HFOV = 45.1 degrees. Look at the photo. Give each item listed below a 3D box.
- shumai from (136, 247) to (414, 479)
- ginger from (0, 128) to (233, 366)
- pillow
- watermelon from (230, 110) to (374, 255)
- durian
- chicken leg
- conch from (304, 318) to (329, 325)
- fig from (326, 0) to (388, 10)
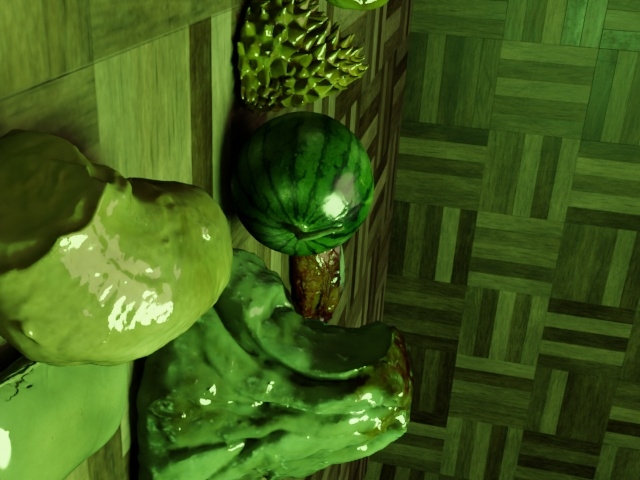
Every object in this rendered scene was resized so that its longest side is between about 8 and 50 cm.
[{"bbox_3d":[-0.031,0.185,0.862,0.309,0.264,0.303,66,38,-55],"label":"shumai"},{"bbox_3d":[-0.148,0.010,0.542,0.267,0.138,0.152,18,75,-74],"label":"ginger"},{"bbox_3d":[-0.201,0.131,0.570,0.208,0.053,0.119,-42,136,-69],"label":"pillow"},{"bbox_3d":[-0.024,-0.064,0.988,0.188,0.188,0.214,87,6,-46],"label":"watermelon"},{"bbox_3d":[-0.033,-0.263,1.034,0.260,0.154,0.186,-80,147,-56],"label":"durian"},{"bbox_3d":[0.000,0.000,1.435,0.158,0.096,0.406,-71,163,-61],"label":"chicken leg"},{"bbox_3d":[-0.037,0.217,1.273,0.202,0.134,0.196,-69,162,-52],"label":"conch"},{"bbox_3d":[0.048,-0.444,1.232,0.166,0.144,0.154,-4,67,-58],"label":"fig"}]
